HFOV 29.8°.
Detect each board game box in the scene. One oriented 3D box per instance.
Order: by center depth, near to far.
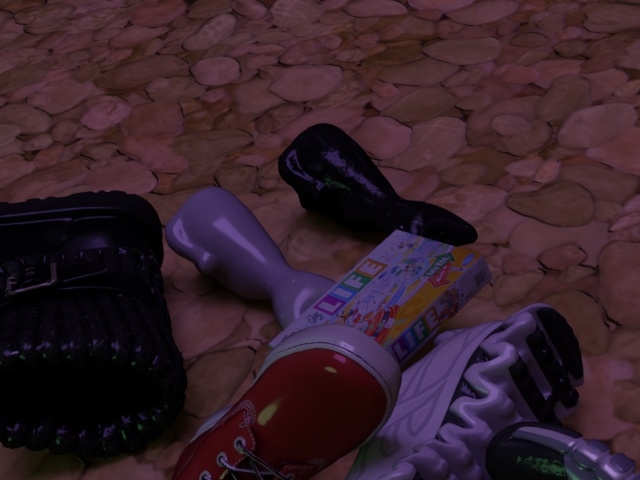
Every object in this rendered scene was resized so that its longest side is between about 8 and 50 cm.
[{"bbox_3d":[0.047,0.056,0.947,0.154,0.026,0.103,-41,34,-24],"label":"board game box"}]

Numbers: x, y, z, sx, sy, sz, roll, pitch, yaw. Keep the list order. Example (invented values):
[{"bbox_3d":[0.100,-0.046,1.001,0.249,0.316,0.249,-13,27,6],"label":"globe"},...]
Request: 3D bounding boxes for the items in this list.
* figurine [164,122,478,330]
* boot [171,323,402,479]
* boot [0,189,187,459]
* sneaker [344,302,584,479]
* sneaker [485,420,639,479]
[{"bbox_3d":[0.000,0.000,1.085,0.215,0.092,0.209,-32,42,-24],"label":"figurine"},{"bbox_3d":[-0.051,0.163,0.771,0.244,0.088,0.176,-45,6,47],"label":"boot"},{"bbox_3d":[-0.288,0.082,1.017,0.348,0.131,0.260,-15,36,1],"label":"boot"},{"bbox_3d":[0.071,0.156,0.829,0.118,0.110,0.292,-3,31,45],"label":"sneaker"},{"bbox_3d":[0.167,0.206,0.701,0.228,0.086,0.132,30,57,30],"label":"sneaker"}]
